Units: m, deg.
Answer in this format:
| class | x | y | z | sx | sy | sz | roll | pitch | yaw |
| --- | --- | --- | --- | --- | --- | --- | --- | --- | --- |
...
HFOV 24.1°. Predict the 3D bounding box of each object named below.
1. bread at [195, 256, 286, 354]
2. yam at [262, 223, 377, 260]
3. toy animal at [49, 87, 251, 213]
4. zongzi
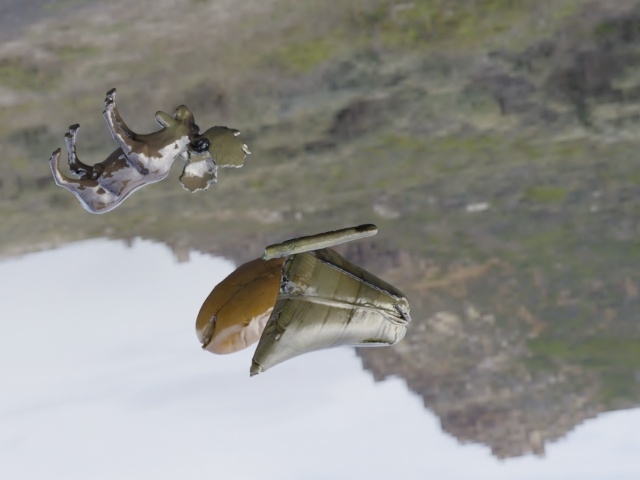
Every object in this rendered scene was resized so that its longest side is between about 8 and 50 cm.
| class | x | y | z | sx | sy | sz | roll | pitch | yaw |
| --- | --- | --- | --- | --- | --- | --- | --- | --- | --- |
| bread | -0.100 | 0.087 | 2.152 | 0.189 | 0.114 | 0.077 | -38 | 155 | -23 |
| yam | 0.000 | 0.000 | 1.305 | 0.107 | 0.014 | 0.014 | -13 | -177 | -17 |
| toy animal | -0.215 | -0.107 | 1.890 | 0.214 | 0.186 | 0.094 | -39 | -160 | 8 |
| zongzi | 0.012 | 0.120 | 1.962 | 0.194 | 0.197 | 0.099 | 27 | 161 | -17 |
